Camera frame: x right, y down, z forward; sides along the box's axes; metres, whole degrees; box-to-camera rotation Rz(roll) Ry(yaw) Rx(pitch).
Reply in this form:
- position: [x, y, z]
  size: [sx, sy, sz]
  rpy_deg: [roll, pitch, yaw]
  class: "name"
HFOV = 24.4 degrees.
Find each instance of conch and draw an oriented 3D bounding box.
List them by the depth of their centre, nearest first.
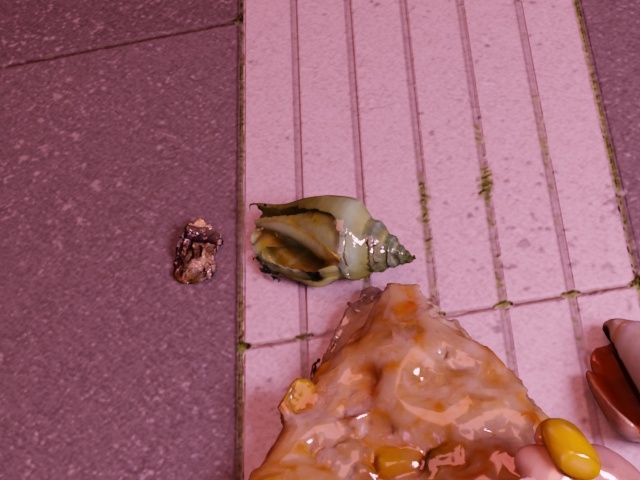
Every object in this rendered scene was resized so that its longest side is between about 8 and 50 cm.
- position: [0.291, 0.119, 1.308]
  size: [0.176, 0.094, 0.104]
  rpy_deg: [37, 110, 41]
  class: "conch"
- position: [0.004, 0.000, 1.505]
  size: [0.201, 0.079, 0.095]
  rpy_deg: [-4, 61, 35]
  class: "conch"

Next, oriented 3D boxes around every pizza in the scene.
- position: [0.095, 0.232, 1.278]
  size: [0.392, 0.080, 0.435]
  rpy_deg: [17, 59, 28]
  class: "pizza"

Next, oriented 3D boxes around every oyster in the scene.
- position: [-0.132, 0.009, 1.572]
  size: [0.054, 0.019, 0.083]
  rpy_deg: [-4, 50, 14]
  class: "oyster"

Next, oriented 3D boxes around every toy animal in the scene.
- position: [0.200, 0.194, 1.191]
  size: [0.082, 0.114, 0.091]
  rpy_deg: [-58, 30, 5]
  class: "toy animal"
